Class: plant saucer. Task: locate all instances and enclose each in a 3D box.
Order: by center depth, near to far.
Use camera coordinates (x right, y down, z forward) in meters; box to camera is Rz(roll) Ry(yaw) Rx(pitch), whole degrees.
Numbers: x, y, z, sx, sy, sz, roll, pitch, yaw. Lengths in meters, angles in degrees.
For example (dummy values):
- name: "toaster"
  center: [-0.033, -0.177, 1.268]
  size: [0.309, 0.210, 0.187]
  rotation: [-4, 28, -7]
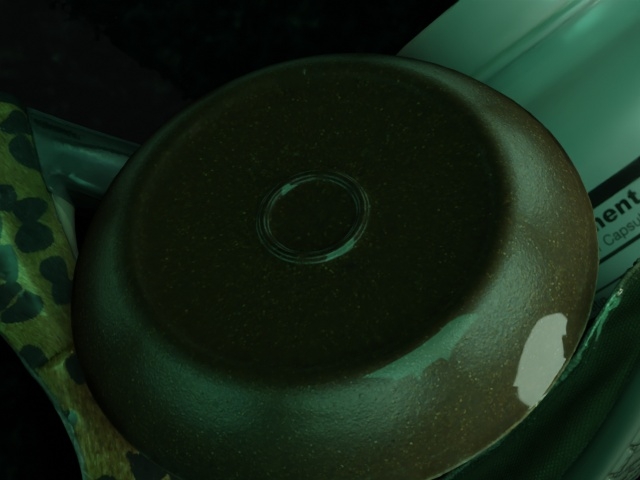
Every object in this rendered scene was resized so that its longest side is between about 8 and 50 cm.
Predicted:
- name: "plant saucer"
  center: [0.000, 0.000, 0.673]
  size: [0.198, 0.036, 0.199]
  rotation: [-7, 54, 9]

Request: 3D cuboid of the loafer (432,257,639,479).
- name: "loafer"
  center: [0.059, 0.091, 0.718]
  size: [0.087, 0.251, 0.094]
  rotation: [46, 28, 15]

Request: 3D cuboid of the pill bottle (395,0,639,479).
- name: "pill bottle"
  center: [0.176, 0.014, 0.792]
  size: [0.181, 0.181, 0.323]
  rotation: [-37, 90, -24]

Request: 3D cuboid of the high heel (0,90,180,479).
- name: "high heel"
  center: [-0.126, 0.072, 0.728]
  size: [0.186, 0.093, 0.261]
  rotation: [15, 72, -6]
